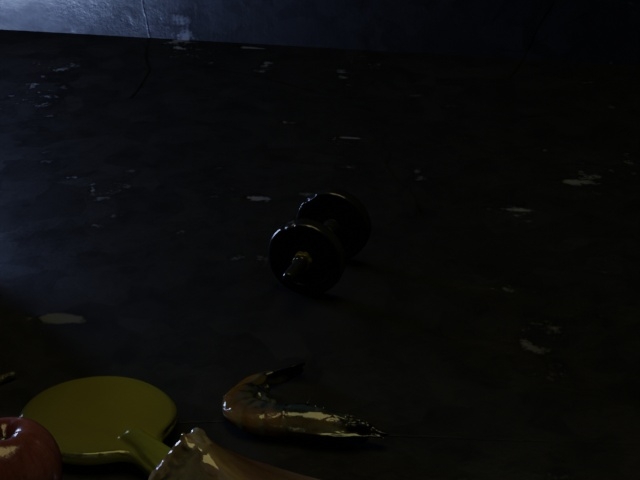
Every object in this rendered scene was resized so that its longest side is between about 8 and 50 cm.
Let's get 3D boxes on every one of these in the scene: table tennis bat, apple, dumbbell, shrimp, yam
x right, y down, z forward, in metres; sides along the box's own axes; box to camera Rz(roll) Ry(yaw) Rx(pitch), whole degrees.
[{"bbox_3d":[-0.282,0.281,1.731,0.224,0.054,0.369,-20,30,-38],"label":"table tennis bat"},{"bbox_3d":[-0.418,0.301,1.597,0.154,0.120,0.153,1,26,0],"label":"apple"},{"bbox_3d":[0.000,0.000,2.201,0.143,0.143,0.325,11,28,17],"label":"dumbbell"},{"bbox_3d":[-0.013,0.239,1.827,0.262,0.051,0.198,5,26,13],"label":"shrimp"},{"bbox_3d":[-0.522,0.223,1.866,0.107,0.014,0.014,-17,32,-33],"label":"yam"}]

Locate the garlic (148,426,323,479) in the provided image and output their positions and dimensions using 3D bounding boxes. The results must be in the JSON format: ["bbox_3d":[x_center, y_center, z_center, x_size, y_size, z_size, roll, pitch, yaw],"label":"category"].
[{"bbox_3d":[-0.047,0.387,1.405,0.340,0.231,0.246,30,-2,-39],"label":"garlic"}]
